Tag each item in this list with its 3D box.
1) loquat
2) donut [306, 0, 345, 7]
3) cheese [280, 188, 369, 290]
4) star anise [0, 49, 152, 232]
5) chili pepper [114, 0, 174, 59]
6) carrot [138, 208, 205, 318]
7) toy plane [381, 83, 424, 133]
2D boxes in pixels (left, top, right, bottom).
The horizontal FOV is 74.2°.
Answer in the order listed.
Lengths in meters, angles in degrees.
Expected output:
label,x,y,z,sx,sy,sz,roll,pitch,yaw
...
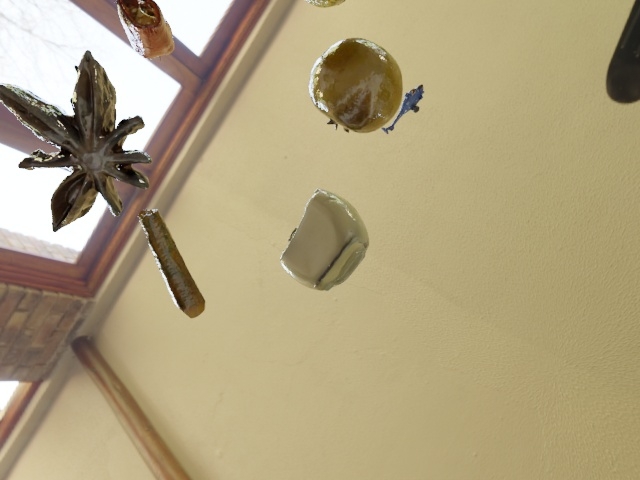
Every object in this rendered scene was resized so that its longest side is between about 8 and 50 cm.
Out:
label,x,y,z,sx,sy,sz,roll,pitch,yaw
loquat,0.080,-0.336,0.942,0.213,0.213,0.212,-9,-109,27
donut,-0.006,-0.566,0.864,0.065,0.178,0.162,-53,-164,-30
cheese,0.000,0.000,1.156,0.233,0.127,0.266,43,-67,25
star anise,-0.365,-0.149,0.658,0.199,0.257,0.110,-12,-155,-6
chili pepper,-0.318,-0.385,0.790,0.084,0.192,0.086,5,-94,-10
carrot,-0.213,0.034,0.609,0.042,0.042,0.170,-9,-69,27
toy plane,0.244,-0.386,1.243,0.167,0.062,0.054,-54,-131,21
